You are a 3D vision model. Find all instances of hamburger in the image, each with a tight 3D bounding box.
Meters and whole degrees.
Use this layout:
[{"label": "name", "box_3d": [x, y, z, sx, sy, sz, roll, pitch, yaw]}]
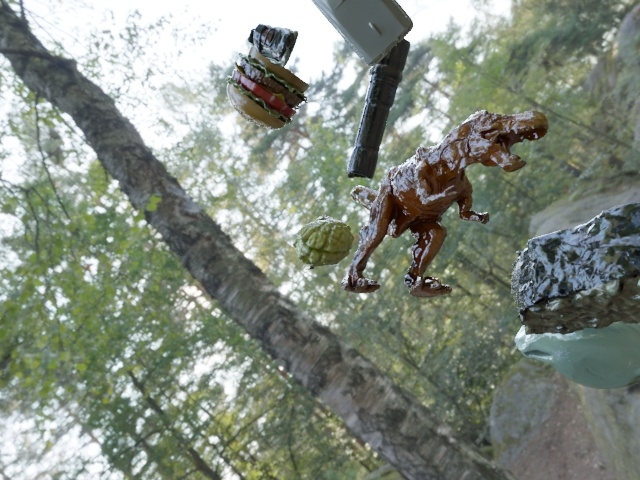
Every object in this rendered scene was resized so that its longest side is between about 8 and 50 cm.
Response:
[{"label": "hamburger", "box_3d": [-0.183, -0.483, 1.750, 0.212, 0.275, 0.274, -56, -12, 12]}]

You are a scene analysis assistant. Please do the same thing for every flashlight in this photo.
[{"label": "flashlight", "box_3d": [0.163, -0.379, 1.547, 0.103, 0.103, 0.423, 6, -81, -76]}]

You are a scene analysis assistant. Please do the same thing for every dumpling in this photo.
[{"label": "dumpling", "box_3d": [0.675, 0.263, 1.340, 0.211, 0.321, 0.270, -59, -24, -1]}]

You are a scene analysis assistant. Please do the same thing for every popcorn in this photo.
[{"label": "popcorn", "box_3d": [0.002, 0.012, 1.475, 0.174, 0.142, 0.173, -21, 8, 3]}]

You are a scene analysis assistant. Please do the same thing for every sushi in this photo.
[{"label": "sushi", "box_3d": [0.504, 0.070, 0.964, 0.350, 0.211, 0.170, -31, 39, 51]}]

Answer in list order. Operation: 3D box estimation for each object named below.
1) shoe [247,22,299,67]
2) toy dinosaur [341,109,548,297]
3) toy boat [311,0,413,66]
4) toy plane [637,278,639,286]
[{"label": "shoe", "box_3d": [-0.130, -0.521, 1.403, 0.099, 0.112, 0.227, -65, 18, 8]}, {"label": "toy dinosaur", "box_3d": [0.093, -0.024, 0.660, 0.432, 0.097, 0.207, -20, 51, 64]}, {"label": "toy boat", "box_3d": [0.071, -0.508, 1.126, 0.141, 0.269, 0.141, -37, -6, -4]}, {"label": "toy plane", "box_3d": [0.441, 0.036, 0.675, 0.083, 0.080, 0.033, -36, -39, 13]}]
